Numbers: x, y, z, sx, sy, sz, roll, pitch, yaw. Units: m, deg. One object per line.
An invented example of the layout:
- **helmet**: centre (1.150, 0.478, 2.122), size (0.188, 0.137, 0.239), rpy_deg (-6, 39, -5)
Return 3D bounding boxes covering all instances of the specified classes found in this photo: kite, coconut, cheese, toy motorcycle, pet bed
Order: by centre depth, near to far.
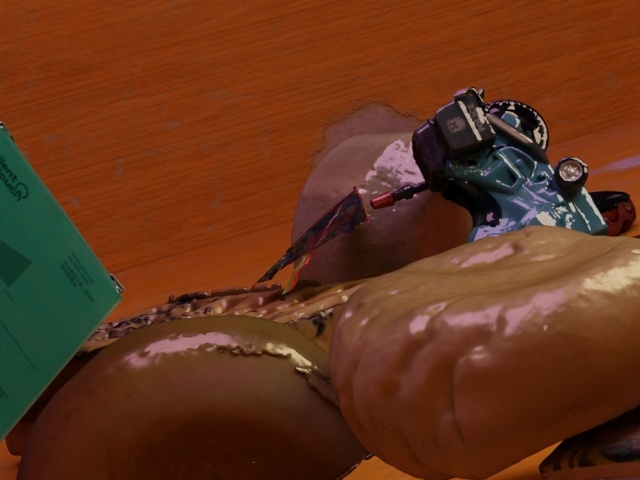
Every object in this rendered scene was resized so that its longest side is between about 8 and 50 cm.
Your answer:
- **cheese**: centre (0.118, 0.061, 0.884), size (0.226, 0.117, 0.214), rpy_deg (-20, 7, 0)
- **toy motorcycle**: centre (0.161, -0.009, 1.338), size (0.182, 0.272, 0.123), rpy_deg (-22, -24, -7)
- **kite**: centre (0.000, 0.000, 1.381), size (0.190, 0.010, 0.159), rpy_deg (-31, 18, 50)
- **coconut**: centre (0.084, -0.004, 1.529), size (0.241, 0.241, 0.241), rpy_deg (-15, 6, 2)
- **pet bed**: centre (0.304, -0.022, 1.878), size (0.201, 0.053, 0.201), rpy_deg (-16, 6, 2)

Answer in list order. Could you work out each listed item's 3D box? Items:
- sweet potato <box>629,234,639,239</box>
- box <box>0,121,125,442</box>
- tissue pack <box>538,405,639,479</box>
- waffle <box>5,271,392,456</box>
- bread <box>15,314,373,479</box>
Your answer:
- **sweet potato**: centre (0.426, -0.025, 1.430), size (0.385, 0.109, 0.109), rpy_deg (-29, 10, -15)
- **box**: centre (-0.325, 0.068, 1.233), size (0.118, 0.205, 0.311), rpy_deg (-19, 23, 35)
- **tissue pack**: centre (0.204, 0.121, 0.853), size (0.108, 0.060, 0.148), rpy_deg (-14, 5, 31)
- **waffle**: centre (-0.116, 0.117, 1.392), size (0.261, 0.114, 0.376), rpy_deg (-22, 9, -42)
- **bread**: centre (-0.078, 0.125, 1.008), size (0.260, 0.156, 0.158), rpy_deg (2, 7, 0)
